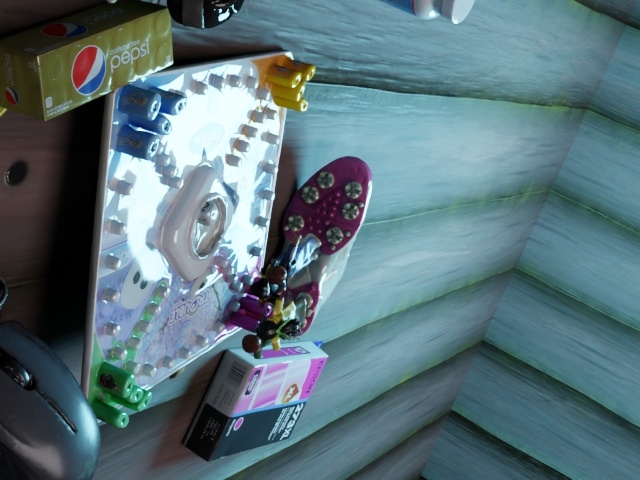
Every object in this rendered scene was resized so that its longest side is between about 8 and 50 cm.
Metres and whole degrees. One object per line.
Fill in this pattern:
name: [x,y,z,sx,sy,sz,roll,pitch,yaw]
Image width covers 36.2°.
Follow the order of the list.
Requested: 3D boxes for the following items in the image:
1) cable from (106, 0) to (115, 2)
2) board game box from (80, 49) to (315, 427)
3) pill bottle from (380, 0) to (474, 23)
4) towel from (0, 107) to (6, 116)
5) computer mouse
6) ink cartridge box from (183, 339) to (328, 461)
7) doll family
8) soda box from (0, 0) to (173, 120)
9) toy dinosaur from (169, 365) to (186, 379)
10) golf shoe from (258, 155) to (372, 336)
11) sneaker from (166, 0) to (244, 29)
cable: [-0.179,-0.358,0.840,0.139,0.072,0.287,23,83,-50]
board game box: [-0.133,-0.016,1.165,0.390,0.050,0.390,-30,134,-61]
pill bottle: [0.124,-0.347,1.301,0.087,0.160,0.087,-45,152,-32]
towel: [-0.354,-0.055,0.825,0.237,0.021,0.102,-56,157,-12]
computer mouse: [-0.290,0.165,0.955,0.272,0.072,0.188,64,31,-33]
ink cartridge box: [-0.086,0.266,1.688,0.176,0.069,0.371,-65,159,8]
doll family: [-0.054,0.074,1.272,0.111,0.076,0.193,-30,129,-55]
soda box: [-0.215,-0.173,0.908,0.181,0.058,0.061,-40,140,-49]
toy dinosaur: [-0.191,0.110,1.300,0.118,0.064,0.268,-37,151,-56]
golf shoe: [0.000,0.000,1.527,0.306,0.115,0.140,-63,168,21]
sneaker: [-0.100,-0.264,0.885,0.293,0.102,0.146,-61,169,-81]
